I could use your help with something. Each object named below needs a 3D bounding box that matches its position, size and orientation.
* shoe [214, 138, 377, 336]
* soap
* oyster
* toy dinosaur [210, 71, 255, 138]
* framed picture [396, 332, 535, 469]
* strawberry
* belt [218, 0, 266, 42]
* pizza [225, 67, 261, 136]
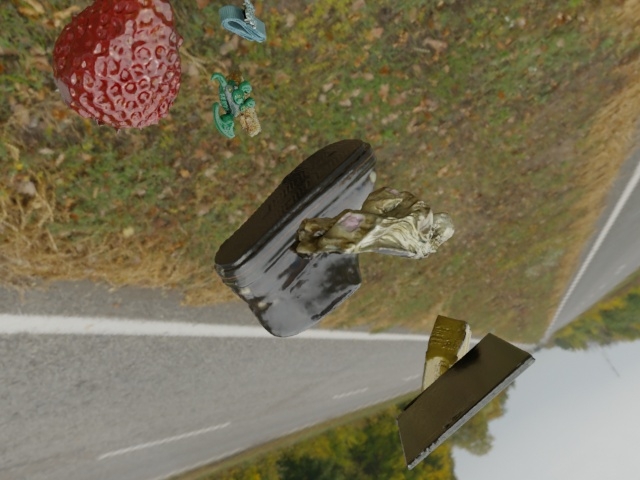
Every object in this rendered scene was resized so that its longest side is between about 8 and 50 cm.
[{"bbox_3d":[0.000,0.000,1.206,0.384,0.237,0.171,-48,-151,-20],"label":"shoe"},{"bbox_3d":[0.290,0.305,1.487,0.080,0.258,0.160,10,-167,22],"label":"soap"},{"bbox_3d":[0.066,-0.017,0.718,0.191,0.081,0.163,2,179,-36],"label":"oyster"},{"bbox_3d":[-0.181,-0.271,1.253,0.096,0.059,0.132,-53,139,-33],"label":"toy dinosaur"},{"bbox_3d":[0.236,0.264,1.119,0.255,0.014,0.338,-42,175,1],"label":"framed picture"},{"bbox_3d":[-0.284,-0.289,0.956,0.205,0.205,0.244,-14,158,-42],"label":"strawberry"},{"bbox_3d":[-0.189,-0.581,1.702,0.100,0.065,0.179,-12,175,25],"label":"belt"},{"bbox_3d":[-0.174,-0.309,1.364,0.046,0.175,0.134,-20,149,-1],"label":"pizza"}]
